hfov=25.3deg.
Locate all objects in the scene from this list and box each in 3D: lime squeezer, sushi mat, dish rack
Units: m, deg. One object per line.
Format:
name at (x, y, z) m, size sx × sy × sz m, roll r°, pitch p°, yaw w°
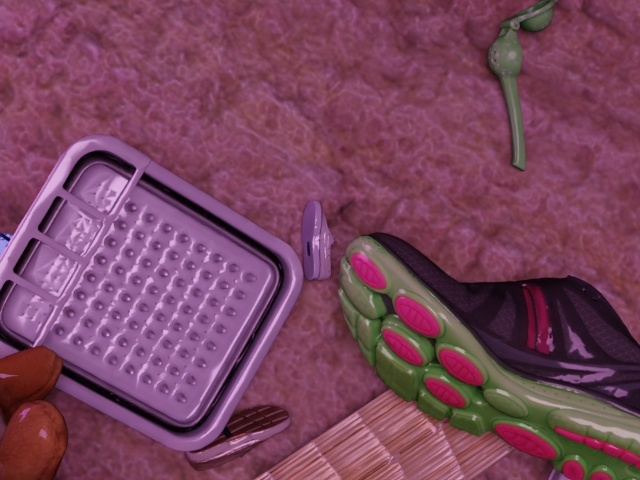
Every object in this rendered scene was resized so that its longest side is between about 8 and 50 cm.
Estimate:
lime squeezer at (0.277, -0.251, 1.795) m, size 0.110 × 0.059 × 0.310 m, roll 26°, pitch 83°, yaw -2°
sushi mat at (0.085, 0.269, 1.740) m, size 0.316 × 0.019 × 0.151 m, roll -32°, pitch 87°, yaw -14°
dish rack at (-0.215, 0.064, 1.693) m, size 0.333 × 0.072 × 0.285 m, roll 32°, pitch 83°, yaw -17°

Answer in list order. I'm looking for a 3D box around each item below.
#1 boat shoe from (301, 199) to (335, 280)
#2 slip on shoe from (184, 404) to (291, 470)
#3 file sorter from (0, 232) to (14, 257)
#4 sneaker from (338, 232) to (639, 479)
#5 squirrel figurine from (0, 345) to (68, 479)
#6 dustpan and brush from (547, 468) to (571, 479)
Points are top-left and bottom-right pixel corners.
boat shoe at (0.000, 0.000, 1.769) m, size 0.035 × 0.035 × 0.100 m, roll 3°, pitch 81°, yaw -32°
slip on shoe at (-0.099, 0.243, 1.738) m, size 0.135 × 0.051 × 0.041 m, roll -22°, pitch 128°, yaw -14°
file sorter at (-0.440, 0.066, 1.689) m, size 0.118 × 0.104 × 0.170 m, roll 8°, pitch 86°, yaw -3°
sneaker at (0.235, 0.128, 1.719) m, size 0.483 × 0.185 × 0.202 m, roll 31°, pitch 51°, yaw -6°
squirrel figurine at (-0.395, 0.320, 1.435) m, size 0.397 × 0.281 × 0.370 m, roll -52°, pitch 49°, yaw 10°
dustpan and brush at (0.309, 0.342, 1.761) m, size 0.211 × 0.060 × 0.147 m, roll -31°, pitch 77°, yaw -12°
